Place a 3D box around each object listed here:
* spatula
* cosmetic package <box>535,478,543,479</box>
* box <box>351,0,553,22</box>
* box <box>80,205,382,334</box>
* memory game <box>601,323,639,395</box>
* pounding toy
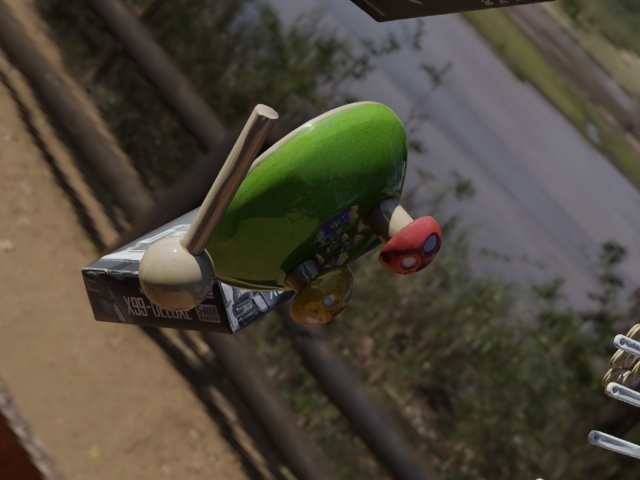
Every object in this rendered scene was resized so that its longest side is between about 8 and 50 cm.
[{"bbox_3d":[0.426,0.214,1.957,0.242,0.168,0.019,21,-6,-39],"label":"spatula"},{"bbox_3d":[0.329,0.425,2.023,0.153,0.129,0.296,59,-12,-9],"label":"cosmetic package"},{"bbox_3d":[0.101,-0.286,1.434,0.207,0.108,0.153,0,-19,36],"label":"box"},{"bbox_3d":[-0.101,0.015,1.944,0.307,0.242,0.077,-30,114,-43],"label":"box"},{"bbox_3d":[0.467,0.149,2.264,0.012,0.186,0.186,38,9,26],"label":"memory game"},{"bbox_3d":[0.000,0.000,1.133,0.110,0.183,0.237,50,26,19],"label":"pounding toy"}]
